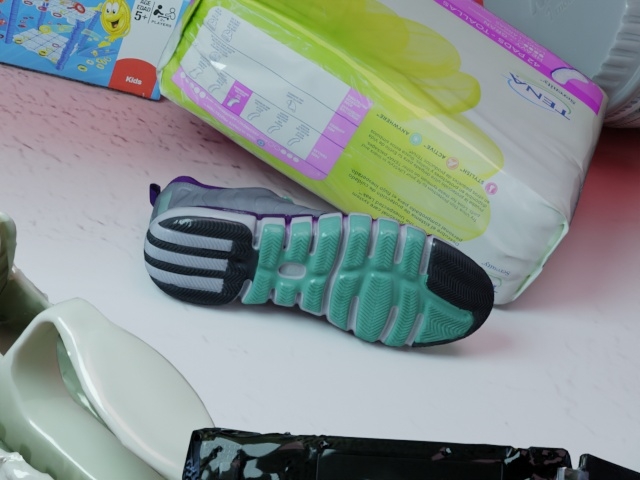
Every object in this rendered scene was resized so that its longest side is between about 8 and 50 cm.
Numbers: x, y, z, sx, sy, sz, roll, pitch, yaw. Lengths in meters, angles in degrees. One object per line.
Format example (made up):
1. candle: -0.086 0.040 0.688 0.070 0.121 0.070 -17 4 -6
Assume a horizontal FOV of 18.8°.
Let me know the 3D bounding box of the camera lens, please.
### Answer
1. camera lens: 0.299 -0.196 1.572 0.274 0.219 0.219 2 36 -30

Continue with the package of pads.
1. package of pads: 0.051 -0.105 1.348 0.296 0.101 0.229 32 31 -2

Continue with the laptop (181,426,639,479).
1. laptop: 0.069 0.216 0.850 0.264 0.136 0.234 2 71 6

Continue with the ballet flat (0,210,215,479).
1. ballet flat: -0.152 0.061 0.963 0.409 0.147 0.147 37 34 23

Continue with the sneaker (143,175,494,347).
1. sneaker: 0.000 0.000 1.215 0.223 0.083 0.098 13 27 -14

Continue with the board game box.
1. board game box: -0.257 -0.247 1.428 0.302 0.086 0.308 12 32 -16
